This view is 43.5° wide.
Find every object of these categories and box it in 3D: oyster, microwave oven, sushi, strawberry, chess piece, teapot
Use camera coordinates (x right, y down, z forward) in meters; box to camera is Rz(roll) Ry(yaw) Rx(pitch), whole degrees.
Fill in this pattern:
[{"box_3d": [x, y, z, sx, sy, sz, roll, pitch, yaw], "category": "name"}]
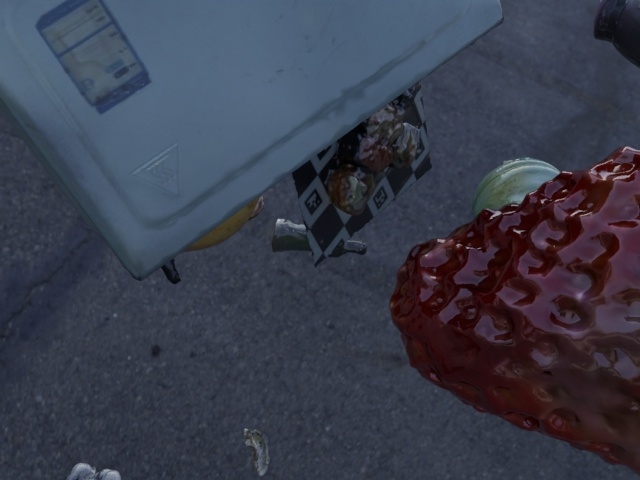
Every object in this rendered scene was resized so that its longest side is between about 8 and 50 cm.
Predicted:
[{"box_3d": [-0.132, 0.405, 1.535, 0.081, 0.038, 0.083, 37, 52, -52], "category": "oyster"}, {"box_3d": [-0.089, -0.195, 0.607, 0.355, 0.286, 0.218, -38, 34, -13], "category": "microwave oven"}, {"box_3d": [0.095, -0.161, 1.287, 0.069, 0.320, 0.339, 20, 47, 38], "category": "sushi"}, {"box_3d": [0.211, 0.080, 0.585, 0.336, 0.265, 0.149, -2, 34, 21], "category": "strawberry"}, {"box_3d": [0.353, 0.014, 1.247, 0.176, 0.175, 0.298, 9, 35, -17], "category": "chess piece"}, {"box_3d": [0.436, -0.290, 1.037, 0.146, 0.116, 0.148, 29, 73, 23], "category": "teapot"}]

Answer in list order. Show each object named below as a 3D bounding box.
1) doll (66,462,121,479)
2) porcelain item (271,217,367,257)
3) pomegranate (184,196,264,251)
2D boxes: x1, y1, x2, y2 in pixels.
[{"box_3d": [-0.334, 0.442, 1.305, 0.192, 0.149, 0.095, 14, 20, -1], "category": "doll"}, {"box_3d": [0.000, 0.000, 1.835, 0.216, 0.081, 0.069, 8, 39, 4], "category": "porcelain item"}, {"box_3d": [-0.165, -0.087, 0.998, 0.216, 0.215, 0.215, 13, 43, -13], "category": "pomegranate"}]
